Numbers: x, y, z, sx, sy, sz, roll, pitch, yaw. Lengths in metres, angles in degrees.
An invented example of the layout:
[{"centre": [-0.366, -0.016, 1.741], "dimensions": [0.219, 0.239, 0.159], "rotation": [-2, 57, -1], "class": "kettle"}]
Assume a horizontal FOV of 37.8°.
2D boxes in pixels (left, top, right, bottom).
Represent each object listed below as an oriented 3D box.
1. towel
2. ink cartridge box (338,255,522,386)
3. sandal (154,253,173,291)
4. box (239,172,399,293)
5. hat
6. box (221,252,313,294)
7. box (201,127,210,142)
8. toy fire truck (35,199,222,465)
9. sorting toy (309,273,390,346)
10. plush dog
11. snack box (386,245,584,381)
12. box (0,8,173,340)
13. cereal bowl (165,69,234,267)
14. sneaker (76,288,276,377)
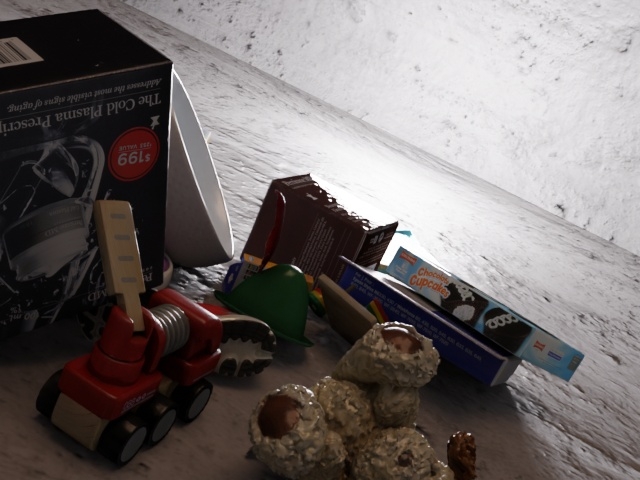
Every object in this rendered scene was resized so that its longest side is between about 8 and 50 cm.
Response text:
[{"centre": [0.087, 0.003, 1.997], "dimensions": [0.370, 0.040, 0.271], "rotation": [15, 19, -25], "class": "towel"}, {"centre": [0.179, 0.140, 1.567], "dimensions": [0.303, 0.072, 0.307], "rotation": [32, 6, 19], "class": "ink cartridge box"}, {"centre": [-0.412, -0.031, 1.375], "dimensions": [0.416, 0.102, 0.169], "rotation": [17, 19, -20], "class": "sandal"}, {"centre": [0.000, 0.000, 1.691], "dimensions": [0.203, 0.167, 0.168], "rotation": [30, 19, 18], "class": "box"}, {"centre": [-0.045, 0.043, 1.405], "dimensions": [0.173, 0.183, 0.208], "rotation": [28, -1, -10], "class": "hat"}, {"centre": [-0.089, 0.075, 1.509], "dimensions": [0.136, 0.081, 0.028], "rotation": [21, 23, -11], "class": "box"}, {"centre": [-0.343, -0.206, 1.947], "dimensions": [0.203, 0.103, 0.114], "rotation": [21, 18, -8], "class": "box"}, {"centre": [-0.202, 0.090, 1.063], "dimensions": [0.158, 0.246, 0.217], "rotation": [30, 19, 17], "class": "toy fire truck"}, {"centre": [0.069, 0.126, 1.485], "dimensions": [0.046, 0.132, 0.274], "rotation": [-35, 49, -19], "class": "sorting toy"}, {"centre": [0.057, 0.260, 1.092], "dimensions": [0.262, 0.210, 0.225], "rotation": [-28, 64, -32], "class": "plush dog"}, {"centre": [0.281, 0.123, 1.620], "dimensions": [0.322, 0.060, 0.187], "rotation": [34, 4, 43], "class": "snack box"}, {"centre": [-0.359, -0.066, 1.059], "dimensions": [0.343, 0.312, 0.179], "rotation": [-20, 43, -36], "class": "box"}, {"centre": [-0.258, -0.109, 1.533], "dimensions": [0.141, 0.339, 0.339], "rotation": [-17, 22, 2], "class": "cereal bowl"}, {"centre": [-0.200, 0.122, 1.265], "dimensions": [0.279, 0.107, 0.118], "rotation": [19, 0, -23], "class": "sneaker"}]
